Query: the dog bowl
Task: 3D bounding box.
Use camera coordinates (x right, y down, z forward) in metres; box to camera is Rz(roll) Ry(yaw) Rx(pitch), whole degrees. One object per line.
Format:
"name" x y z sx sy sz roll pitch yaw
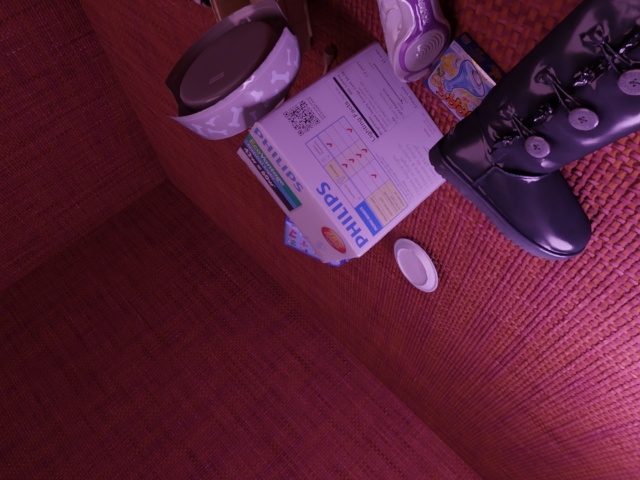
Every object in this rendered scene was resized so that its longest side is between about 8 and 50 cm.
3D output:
"dog bowl" -0.194 -0.372 1.041 0.349 0.348 0.102 29 168 45

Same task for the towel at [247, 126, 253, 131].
"towel" -0.126 -0.309 1.629 0.187 0.049 0.282 31 174 42

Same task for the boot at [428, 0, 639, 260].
"boot" 0.434 -0.159 0.734 0.367 0.146 0.445 33 149 -6

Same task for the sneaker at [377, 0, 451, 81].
"sneaker" 0.161 -0.434 0.851 0.305 0.114 0.152 68 -177 -56

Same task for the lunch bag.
"lunch bag" 0.000 0.000 1.962 0.293 0.138 0.221 35 155 12

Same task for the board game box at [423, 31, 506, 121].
"board game box" 0.305 -0.282 0.907 0.201 0.035 0.136 48 160 4

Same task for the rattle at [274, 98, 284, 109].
"rattle" -0.186 -0.457 1.490 0.200 0.143 0.130 -158 57 -67

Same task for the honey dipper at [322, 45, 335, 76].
"honey dipper" 0.012 -0.451 1.236 0.030 0.030 0.160 47 163 6

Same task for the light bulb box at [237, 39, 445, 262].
"light bulb box" 0.065 -0.195 1.096 0.357 0.361 0.225 53 160 -7

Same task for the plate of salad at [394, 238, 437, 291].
"plate of salad" 0.315 0.077 1.522 0.200 0.048 0.199 47 154 31

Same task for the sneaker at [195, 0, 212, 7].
"sneaker" -0.376 -0.753 1.370 0.331 0.122 0.146 26 148 49

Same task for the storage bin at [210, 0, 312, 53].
"storage bin" -0.164 -0.612 1.175 0.262 0.123 0.260 36 156 32
